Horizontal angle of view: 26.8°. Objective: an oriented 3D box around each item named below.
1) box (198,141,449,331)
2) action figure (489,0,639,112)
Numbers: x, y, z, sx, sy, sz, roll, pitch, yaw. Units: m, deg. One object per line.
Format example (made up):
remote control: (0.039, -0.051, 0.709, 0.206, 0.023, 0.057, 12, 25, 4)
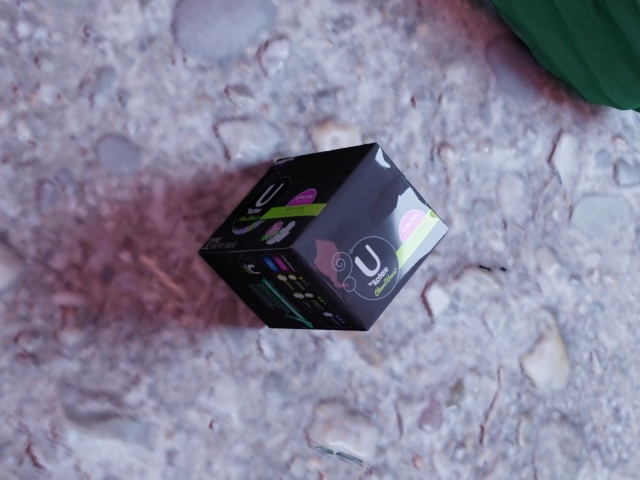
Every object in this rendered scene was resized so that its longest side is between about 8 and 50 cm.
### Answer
box: (0.000, 0.000, 0.571, 0.052, 0.083, 0.062, 48, 65, -20)
action figure: (0.122, -0.132, 0.646, 0.232, 0.137, 0.063, 45, 54, -30)
